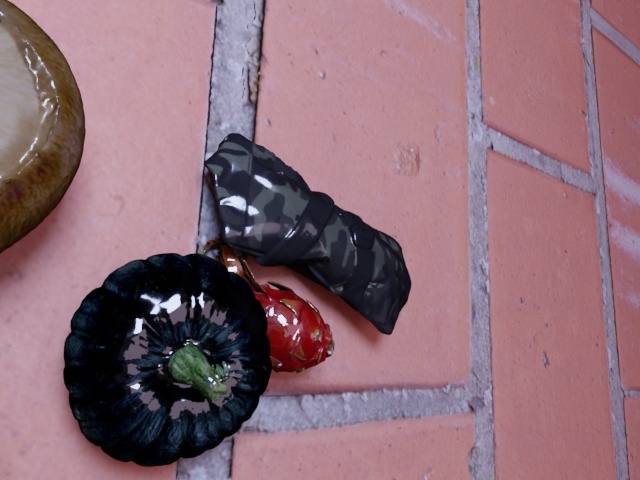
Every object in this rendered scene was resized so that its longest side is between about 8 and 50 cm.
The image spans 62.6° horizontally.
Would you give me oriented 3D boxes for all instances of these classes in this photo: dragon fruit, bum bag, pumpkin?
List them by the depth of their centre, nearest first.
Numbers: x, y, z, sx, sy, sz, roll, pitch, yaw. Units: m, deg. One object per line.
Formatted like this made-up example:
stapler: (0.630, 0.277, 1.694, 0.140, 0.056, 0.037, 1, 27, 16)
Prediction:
pumpkin: (-0.138, 0.106, 0.491, 0.194, 0.150, 0.194, 5, 60, -10)
dragon fruit: (-0.070, 0.079, 0.597, 0.190, 0.094, 0.094, 42, 55, 2)
bum bag: (0.000, 0.000, 0.650, 0.340, 0.095, 0.144, 34, 44, -31)

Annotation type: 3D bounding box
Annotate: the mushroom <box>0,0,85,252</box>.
mushroom: (-0.325, -0.103, 0.365, 0.297, 0.163, 0.278, 15, 81, -36)
